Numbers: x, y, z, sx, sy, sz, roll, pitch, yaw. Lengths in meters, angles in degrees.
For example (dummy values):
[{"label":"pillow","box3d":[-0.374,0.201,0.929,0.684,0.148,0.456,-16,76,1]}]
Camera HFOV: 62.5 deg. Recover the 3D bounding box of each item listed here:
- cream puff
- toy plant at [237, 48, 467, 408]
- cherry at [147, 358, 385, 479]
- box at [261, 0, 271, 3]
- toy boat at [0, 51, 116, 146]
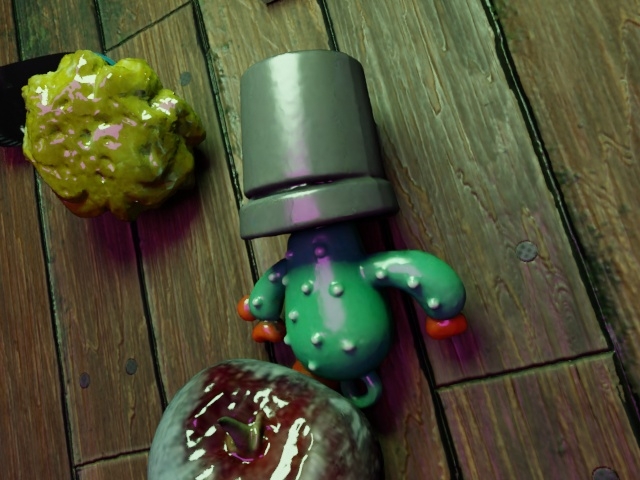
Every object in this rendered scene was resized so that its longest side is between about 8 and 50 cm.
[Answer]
[{"label":"cream puff","box3d":[-0.292,-0.149,0.746,0.196,0.244,0.244,29,96,52]},{"label":"toy plant","box3d":[0.013,-0.002,0.613,0.279,0.185,0.400,-7,88,4]},{"label":"cherry","box3d":[-0.056,0.255,0.563,0.255,0.218,0.296,9,130,19]},{"label":"box","box3d":[-0.040,-0.428,0.756,0.130,0.051,0.129,-9,80,22]},{"label":"toy boat","box3d":[-0.440,-0.244,0.892,0.298,0.092,0.134,-4,116,16]}]
